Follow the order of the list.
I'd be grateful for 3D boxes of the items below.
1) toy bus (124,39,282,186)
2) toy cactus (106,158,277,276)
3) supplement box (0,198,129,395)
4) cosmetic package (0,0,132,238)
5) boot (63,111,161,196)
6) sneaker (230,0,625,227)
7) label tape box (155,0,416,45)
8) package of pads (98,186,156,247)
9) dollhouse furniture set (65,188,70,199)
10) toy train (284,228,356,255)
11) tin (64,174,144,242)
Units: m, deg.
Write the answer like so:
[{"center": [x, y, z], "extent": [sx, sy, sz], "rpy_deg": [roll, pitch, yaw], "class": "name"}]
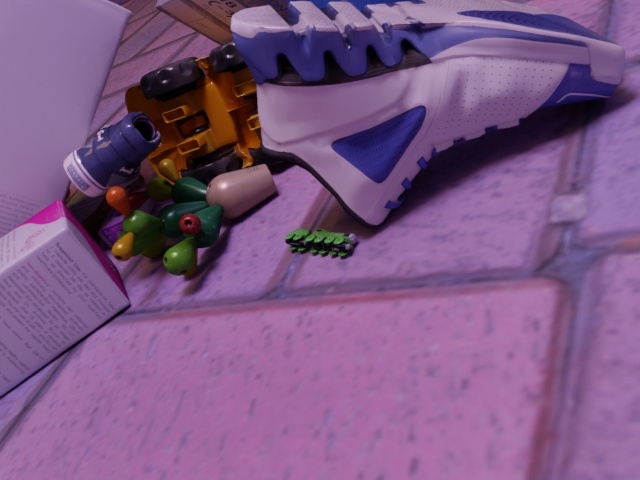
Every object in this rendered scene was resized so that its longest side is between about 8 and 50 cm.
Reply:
[{"center": [-0.094, -0.175, 0.886], "extent": [0.221, 0.149, 0.211], "rpy_deg": [-14, 17, 24], "class": "toy bus"}, {"center": [-0.140, -0.041, 0.758], "extent": [0.181, 0.112, 0.219], "rpy_deg": [-25, 20, -8], "class": "toy cactus"}, {"center": [-0.327, 0.072, 0.731], "extent": [0.220, 0.113, 0.111], "rpy_deg": [-37, 29, -7], "class": "supplement box"}, {"center": [-0.373, -0.129, 0.846], "extent": [0.384, 0.156, 0.217], "rpy_deg": [-65, 27, 11], "class": "cosmetic package"}, {"center": [-0.207, -0.102, 0.768], "extent": [0.086, 0.069, 0.190], "rpy_deg": [-34, 17, 8], "class": "boot"}, {"center": [0.082, -0.112, 0.622], "extent": [0.316, 0.182, 0.127], "rpy_deg": [-2, 31, -7], "class": "sneaker"}, {"center": [-0.012, -0.292, 0.842], "extent": [0.334, 0.241, 0.105], "rpy_deg": [9, 80, 51], "class": "label tape box"}, {"center": [-0.244, -0.031, 0.893], "extent": [0.050, 0.032, 0.083], "rpy_deg": [-22, 30, 19], "class": "package of pads"}, {"center": [-0.516, -0.197, 1.064], "extent": [0.304, 0.355, 0.173], "rpy_deg": [13, 27, -10], "class": "dollhouse furniture set"}, {"center": [0.000, 0.000, 0.631], "extent": [0.083, 0.017, 0.024], "rpy_deg": [5, 35, 47], "class": "toy train"}, {"center": [-0.316, -0.049, 0.987], "extent": [0.106, 0.040, 0.189], "rpy_deg": [-14, 33, 21], "class": "tin"}]
